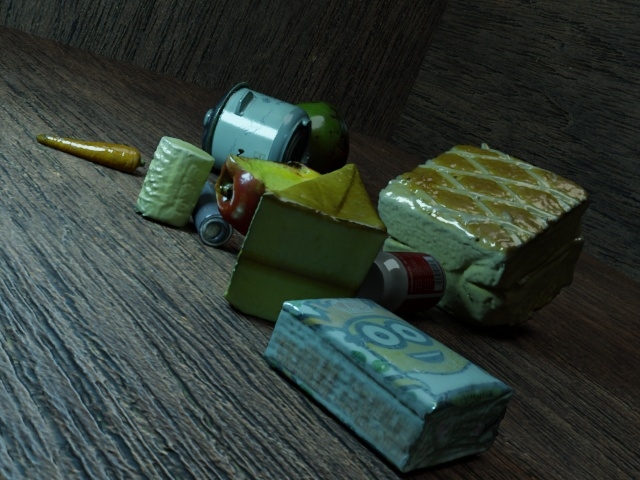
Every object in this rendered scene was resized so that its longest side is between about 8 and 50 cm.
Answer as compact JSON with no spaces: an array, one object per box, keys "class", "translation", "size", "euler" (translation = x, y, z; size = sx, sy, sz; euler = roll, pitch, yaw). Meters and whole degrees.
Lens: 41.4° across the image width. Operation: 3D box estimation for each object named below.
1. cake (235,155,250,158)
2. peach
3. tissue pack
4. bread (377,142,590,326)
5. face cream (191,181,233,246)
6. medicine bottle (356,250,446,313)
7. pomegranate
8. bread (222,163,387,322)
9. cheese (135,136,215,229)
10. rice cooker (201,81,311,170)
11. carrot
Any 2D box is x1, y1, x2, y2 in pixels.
[{"class":"cake","translation":[-0.121,-0.118,2.152],"size":[0.246,0.112,0.135],"euler":[27,12,19]},{"class":"peach","translation":[-0.087,-0.070,1.729],"size":[0.267,0.154,0.159],"euler":[1,45,-51]},{"class":"tissue pack","translation":[0.100,0.202,1.279],"size":[0.311,0.128,0.228],"euler":[31,17,37]},{"class":"bread","translation":[0.382,-0.019,2.007],"size":[0.390,0.279,0.371],"euler":[32,44,33]},{"class":"face cream","translation":[-0.248,-0.069,1.849],"size":[0.073,0.073,0.283],"euler":[17,15,-22]},{"class":"medicine bottle","translation":[0.155,0.088,1.770],"size":[0.131,0.131,0.250],"euler":[32,17,33]},{"class":"pomegranate","translation":[-0.064,-0.313,2.626],"size":[0.323,0.290,0.291],"euler":[29,16,26]},{"class":"bread","translation":[-0.031,-0.021,1.588],"size":[0.245,0.233,0.361],"euler":[18,23,-12]},{"class":"cheese","translation":[-0.304,-0.121,1.765],"size":[0.123,0.167,0.094],"euler":[21,10,-18]},{"class":"rice cooker","translation":[-0.186,-0.287,2.350],"size":[0.317,0.316,0.264],"euler":[25,58,8]},{"class":"carrot","translation":[-0.535,-0.212,1.984],"size":[0.257,0.061,0.061],"euler":[14,16,-19]}]
